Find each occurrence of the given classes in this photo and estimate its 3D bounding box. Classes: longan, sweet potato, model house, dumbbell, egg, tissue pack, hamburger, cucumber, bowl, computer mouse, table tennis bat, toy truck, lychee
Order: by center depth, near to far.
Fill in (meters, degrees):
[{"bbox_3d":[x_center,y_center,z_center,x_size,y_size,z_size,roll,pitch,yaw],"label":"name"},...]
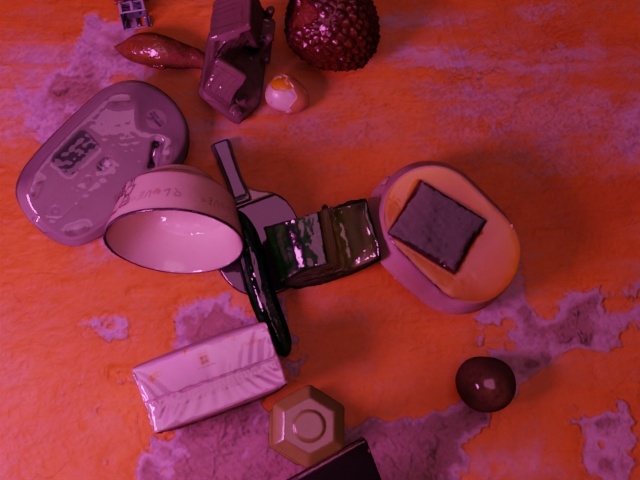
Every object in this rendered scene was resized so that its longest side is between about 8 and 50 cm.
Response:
[{"bbox_3d":[-0.027,0.298,1.487,0.121,0.302,0.108,-28,81,-9],"label":"dumbbell"},{"bbox_3d":[-0.182,0.229,1.549,0.225,0.185,0.124,-19,83,-9],"label":"tissue pack"},{"bbox_3d":[-0.244,-0.045,1.597,0.238,0.238,0.126,5,61,-5],"label":"bowl"},{"bbox_3d":[-0.009,0.004,1.610,0.191,0.191,0.130,-17,81,-10],"label":"cucumber"},{"bbox_3d":[0.291,0.247,1.645,0.106,0.106,0.119,19,37,-1],"label":"longan"},{"bbox_3d":[-0.109,0.071,1.646,0.056,0.056,0.284,-19,83,-10],"label":"cucumber"},{"bbox_3d":[-0.384,-0.139,1.660,0.331,0.095,0.197,-42,98,-6],"label":"computer mouse"},{"bbox_3d":[0.219,-0.006,1.666,0.227,0.151,0.295,-44,93,-10],"label":"hamburger"},{"bbox_3d":[-0.146,-0.346,1.679,0.122,0.188,0.229,11,74,-7],"label":"model house"},{"bbox_3d":[-0.352,-0.472,1.697,0.080,0.178,0.115,-11,80,-8],"label":"toy truck"},{"bbox_3d":[-0.134,-0.042,1.700,0.173,0.022,0.301,-21,81,-9],"label":"table tennis bat"},{"bbox_3d":[0.028,-0.402,1.726,0.188,0.188,0.188,1,77,-6],"label":"lychee"},{"bbox_3d":[-0.276,-0.346,1.734,0.226,0.068,0.068,11,76,-4],"label":"sweet potato"},{"bbox_3d":[-0.061,-0.269,1.734,0.083,0.071,0.071,25,76,-4],"label":"egg"}]

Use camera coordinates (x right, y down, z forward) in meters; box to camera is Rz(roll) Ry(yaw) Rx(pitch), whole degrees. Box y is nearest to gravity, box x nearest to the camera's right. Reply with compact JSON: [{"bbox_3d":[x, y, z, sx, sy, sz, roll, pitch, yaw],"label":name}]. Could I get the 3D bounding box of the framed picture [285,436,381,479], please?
[{"bbox_3d":[-0.043,0.481,1.505,0.339,0.255,0.014,-28,36,-10],"label":"framed picture"}]
